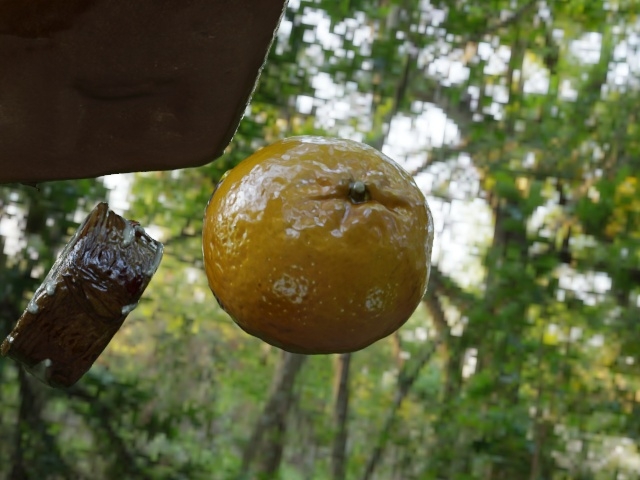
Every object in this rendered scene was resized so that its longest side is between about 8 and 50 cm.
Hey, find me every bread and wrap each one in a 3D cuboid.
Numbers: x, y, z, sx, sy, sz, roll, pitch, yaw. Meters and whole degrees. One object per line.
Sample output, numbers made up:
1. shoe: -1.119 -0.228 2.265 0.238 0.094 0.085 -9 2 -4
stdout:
1. bread: -0.218 -0.185 1.322 0.324 0.143 0.333 -7 -29 -22
2. bread: -0.198 0.047 1.194 0.073 0.160 0.160 33 -16 -9

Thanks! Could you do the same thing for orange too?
1. orange: -0.001 0.001 1.067 0.178 0.155 0.177 19 30 -11
